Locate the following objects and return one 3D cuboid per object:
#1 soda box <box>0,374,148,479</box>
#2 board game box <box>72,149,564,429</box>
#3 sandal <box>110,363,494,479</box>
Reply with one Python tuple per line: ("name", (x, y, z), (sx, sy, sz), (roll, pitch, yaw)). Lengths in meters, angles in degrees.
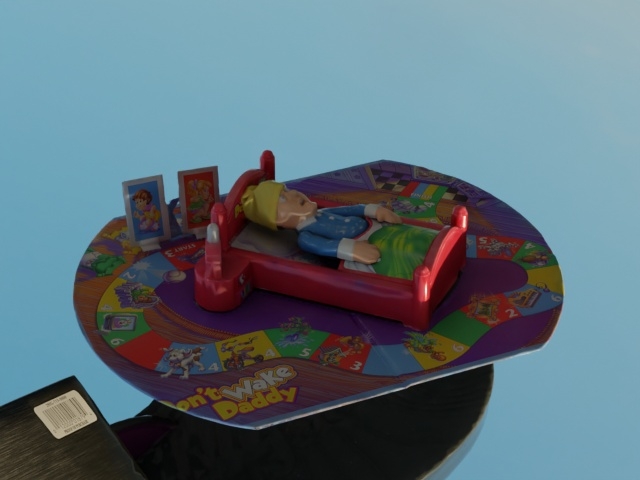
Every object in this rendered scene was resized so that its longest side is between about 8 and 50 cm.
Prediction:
("soda box", (-0.096, 0.081, 0.268), (0.053, 0.060, 0.169), (54, -156, 7))
("board game box", (0.000, 0.000, 0.478), (0.169, 0.033, 0.133), (-13, -145, -19))
("sandal", (-0.096, 0.150, 0.654), (0.167, 0.107, 0.446), (35, -116, 23))
